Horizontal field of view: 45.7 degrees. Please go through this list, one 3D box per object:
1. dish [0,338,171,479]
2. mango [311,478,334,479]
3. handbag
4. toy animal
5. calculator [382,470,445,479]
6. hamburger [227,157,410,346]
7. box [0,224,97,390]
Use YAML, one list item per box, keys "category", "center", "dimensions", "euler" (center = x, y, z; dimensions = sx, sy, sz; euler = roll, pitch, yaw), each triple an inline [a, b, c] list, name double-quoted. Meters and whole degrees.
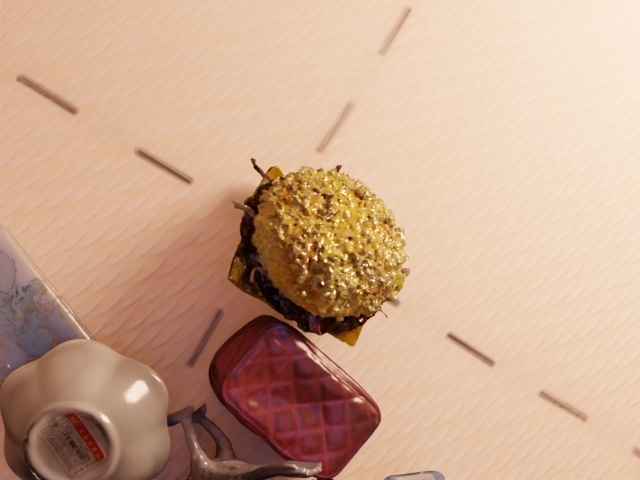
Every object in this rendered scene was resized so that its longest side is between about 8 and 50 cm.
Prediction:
- category: "dish"
  center: [-0.297, 0.241, 0.932]
  dimensions: [0.229, 0.081, 0.229]
  euler: [0, 99, -2]
- category: "mango"
  center: [-0.038, 0.423, 0.990]
  dimensions: [0.262, 0.130, 0.167]
  euler: [-39, 52, 21]
- category: "handbag"
  center: [-0.039, 0.206, 1.019]
  dimensions: [0.225, 0.135, 0.146]
  euler: [43, 78, -11]
- category: "toy animal"
  center: [-0.132, 0.297, 0.970]
  dimensions: [0.081, 0.367, 0.206]
  euler: [-5, 51, -41]
- category: "calculator"
  center: [0.130, 0.378, 1.034]
  dimensions: [0.039, 0.210, 0.121]
  euler: [-5, 75, 29]
- category: "hamburger"
  center: [0.000, 0.000, 0.998]
  dimensions: [0.261, 0.139, 0.243]
  euler: [23, 52, -15]
- category: "box"
  center: [-0.391, 0.125, 0.991]
  dimensions: [0.142, 0.044, 0.285]
  euler: [-39, 96, -15]
